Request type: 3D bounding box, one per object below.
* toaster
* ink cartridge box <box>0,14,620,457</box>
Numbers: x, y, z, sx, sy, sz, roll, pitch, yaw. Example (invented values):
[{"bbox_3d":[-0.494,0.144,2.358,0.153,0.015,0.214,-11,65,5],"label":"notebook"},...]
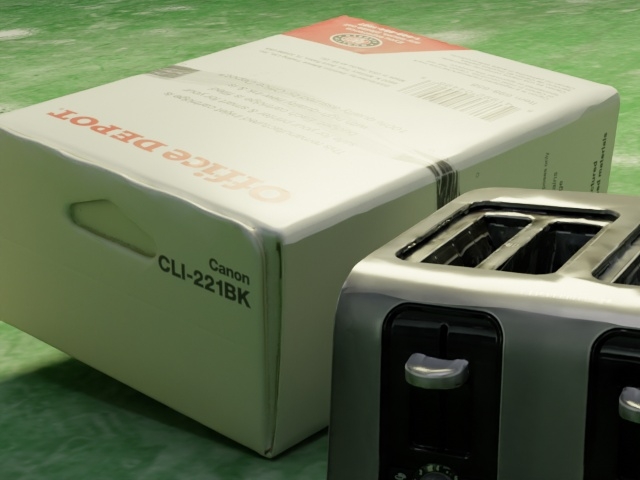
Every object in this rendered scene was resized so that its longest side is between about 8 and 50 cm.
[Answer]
[{"bbox_3d":[0.112,0.052,0.574,0.168,0.110,0.186,7,18,26],"label":"toaster"},{"bbox_3d":[-0.005,-0.020,0.762,0.197,0.114,0.273,21,30,36],"label":"ink cartridge box"}]
